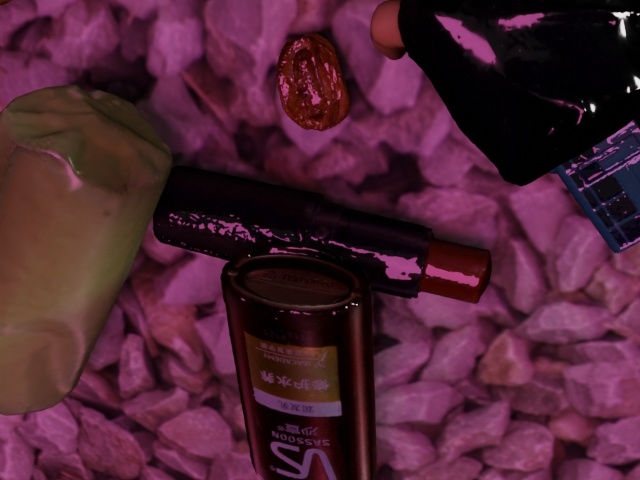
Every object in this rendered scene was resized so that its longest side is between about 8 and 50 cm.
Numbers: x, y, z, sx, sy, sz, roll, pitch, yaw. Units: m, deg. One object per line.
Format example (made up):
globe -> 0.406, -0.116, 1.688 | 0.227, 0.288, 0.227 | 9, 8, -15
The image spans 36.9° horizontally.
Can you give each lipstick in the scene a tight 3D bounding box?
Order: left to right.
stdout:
lipstick -> 0.000, 0.000, 0.837 | 0.300, 0.081, 0.081 | 14, 115, 9

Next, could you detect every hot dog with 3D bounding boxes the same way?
hot dog -> -0.005, -0.132, 0.807 | 0.058, 0.035, 0.083 | -8, 111, 20

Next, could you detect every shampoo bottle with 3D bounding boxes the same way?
shampoo bottle -> -0.012, 0.151, 0.860 | 0.129, 0.084, 0.323 | 8, 131, 12

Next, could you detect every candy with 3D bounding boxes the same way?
candy -> -0.247, 0.021, 0.848 | 0.132, 0.142, 0.343 | 43, 129, 16

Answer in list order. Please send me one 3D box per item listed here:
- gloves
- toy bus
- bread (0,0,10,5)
gloves -> 0.118, -0.188, 0.663 | 0.301, 0.197, 0.152 | 48, 156, 33
toy bus -> 0.220, -0.078, 0.756 | 0.092, 0.079, 0.160 | -33, 104, 23
bread -> -0.255, -0.260, 0.785 | 0.211, 0.083, 0.114 | -22, 103, 19
